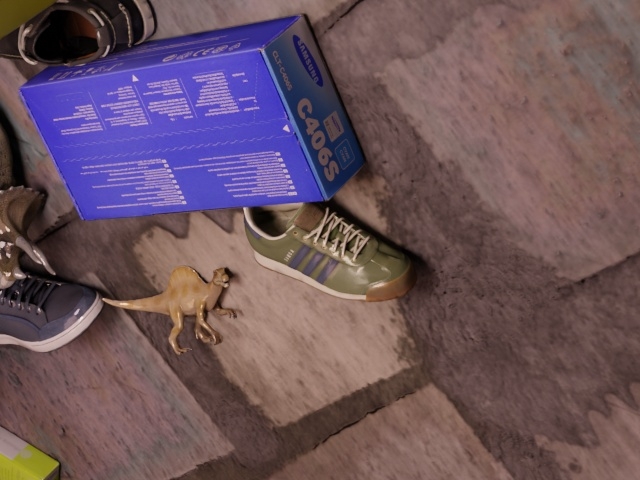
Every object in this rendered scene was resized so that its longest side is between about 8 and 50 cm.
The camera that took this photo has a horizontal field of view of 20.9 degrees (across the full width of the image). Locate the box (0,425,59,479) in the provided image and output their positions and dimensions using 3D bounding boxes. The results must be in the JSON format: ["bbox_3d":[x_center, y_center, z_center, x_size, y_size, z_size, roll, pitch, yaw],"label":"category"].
[{"bbox_3d":[-0.429,0.298,2.313,0.178,0.042,0.109,29,135,19],"label":"box"}]

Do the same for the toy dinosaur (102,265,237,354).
[{"bbox_3d":[-0.150,0.074,1.918,0.183,0.053,0.093,-16,96,37],"label":"toy dinosaur"}]

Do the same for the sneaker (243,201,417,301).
[{"bbox_3d":[0.000,0.000,1.704,0.192,0.064,0.086,15,144,34],"label":"sneaker"}]

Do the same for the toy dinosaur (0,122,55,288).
[{"bbox_3d":[-0.404,-0.101,1.948,0.160,0.121,0.314,-12,106,17],"label":"toy dinosaur"}]

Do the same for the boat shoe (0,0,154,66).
[{"bbox_3d":[-0.277,-0.215,1.763,0.233,0.079,0.084,2,124,40],"label":"boat shoe"}]

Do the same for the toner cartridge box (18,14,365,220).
[{"bbox_3d":[-0.134,-0.115,1.726,0.347,0.075,0.165,-3,121,41],"label":"toner cartridge box"}]

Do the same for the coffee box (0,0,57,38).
[{"bbox_3d":[-0.444,-0.357,1.589,0.334,0.337,0.338,19,132,25],"label":"coffee box"}]

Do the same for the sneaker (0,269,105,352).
[{"bbox_3d":[-0.367,0.049,2.012,0.226,0.086,0.163,-5,134,42],"label":"sneaker"}]
